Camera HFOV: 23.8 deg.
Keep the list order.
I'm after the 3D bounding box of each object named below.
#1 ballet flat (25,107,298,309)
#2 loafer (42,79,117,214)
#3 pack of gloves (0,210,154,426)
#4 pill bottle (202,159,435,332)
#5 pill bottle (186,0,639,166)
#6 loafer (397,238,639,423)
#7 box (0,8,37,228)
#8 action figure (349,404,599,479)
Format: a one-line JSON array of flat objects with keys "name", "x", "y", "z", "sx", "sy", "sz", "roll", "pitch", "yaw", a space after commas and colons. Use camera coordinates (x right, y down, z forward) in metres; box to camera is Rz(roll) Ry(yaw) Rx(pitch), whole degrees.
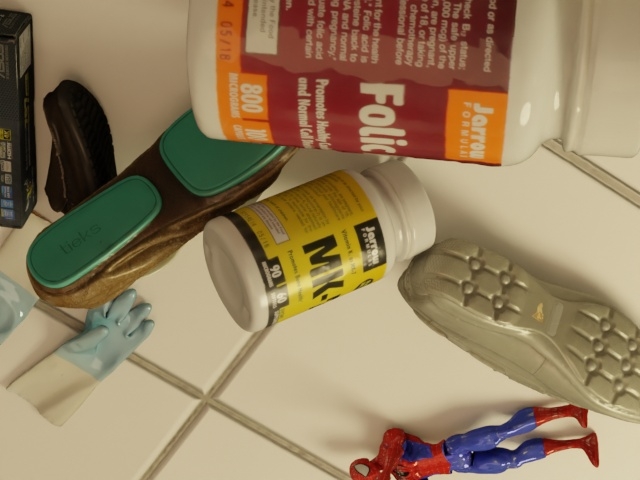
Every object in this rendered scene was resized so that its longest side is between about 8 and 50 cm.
[{"name": "ballet flat", "x": -0.136, "y": -0.040, "z": 1.526, "sx": 0.342, "sy": 0.116, "sz": 0.124, "roll": -39, "pitch": 155, "yaw": -2}, {"name": "loafer", "x": -0.253, "y": -0.061, "z": 1.568, "sx": 0.078, "sy": 0.080, "sz": 0.220, "roll": -5, "pitch": 121, "yaw": 11}, {"name": "pack of gloves", "x": -0.313, "y": 0.102, "z": 1.703, "sx": 0.195, "sy": 0.046, "sz": 0.232, "roll": 36, "pitch": 120, "yaw": -15}, {"name": "pill bottle", "x": 0.000, "y": 0.000, "z": 1.497, "sx": 0.208, "sy": 0.119, "sz": 0.119, "roll": -23, "pitch": 123, "yaw": -20}, {"name": "pill bottle", "x": 0.093, "y": -0.183, "z": 1.351, "sx": 0.392, "sy": 0.224, "sz": 0.224, "roll": 5, "pitch": 123, "yaw": 6}, {"name": "loafer", "x": 0.227, "y": 0.099, "z": 1.593, "sx": 0.319, "sy": 0.112, "sz": 0.111, "roll": 32, "pitch": 157, "yaw": -14}, {"name": "box", "x": -0.388, "y": -0.132, "z": 1.557, "sx": 0.183, "sy": 0.059, "sz": 0.232, "roll": 9, "pitch": 123, "yaw": 4}, {"name": "action figure", "x": 0.160, "y": 0.256, "z": 1.678, "sx": 0.280, "sy": 0.139, "sz": 0.091, "roll": -11, "pitch": 119, "yaw": 18}]
